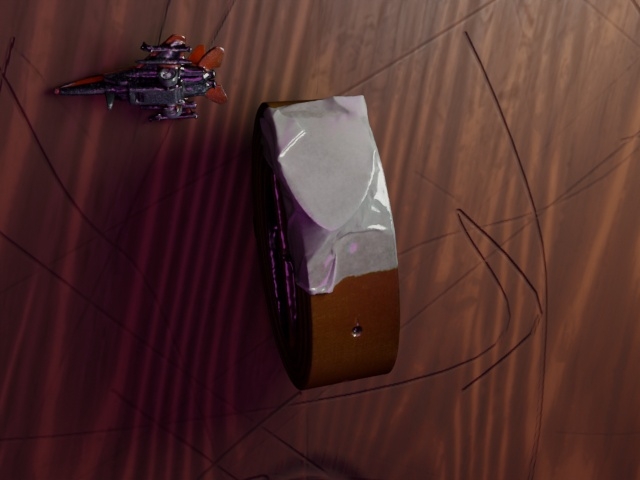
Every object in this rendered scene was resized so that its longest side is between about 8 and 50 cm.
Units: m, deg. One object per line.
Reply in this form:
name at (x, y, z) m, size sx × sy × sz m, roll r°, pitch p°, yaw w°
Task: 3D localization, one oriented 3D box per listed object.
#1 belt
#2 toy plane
belt at (0.000, 0.000, 1.979) m, size 0.122 × 0.217 × 0.339 m, roll -10°, pitch 109°, yaw -15°
toy plane at (-0.198, -0.171, 1.945) m, size 0.189 × 0.061 × 0.130 m, roll -13°, pitch 141°, yaw -10°
